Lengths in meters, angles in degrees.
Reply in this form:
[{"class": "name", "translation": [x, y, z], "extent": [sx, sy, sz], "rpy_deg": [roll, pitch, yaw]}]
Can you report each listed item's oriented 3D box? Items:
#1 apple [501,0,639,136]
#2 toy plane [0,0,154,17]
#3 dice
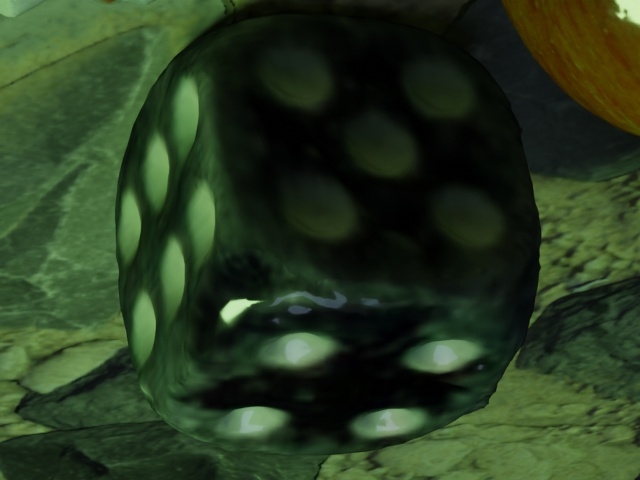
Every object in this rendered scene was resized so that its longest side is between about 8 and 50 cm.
[{"class": "apple", "translation": [0.163, -0.139, 0.845], "extent": [0.196, 0.196, 0.196], "rpy_deg": [-7, 150, -4]}, {"class": "toy plane", "translation": [-0.066, -0.161, 0.751], "extent": [0.245, 0.117, 0.244], "rpy_deg": [-34, 166, -9]}, {"class": "dice", "translation": [0.000, 0.000, 1.044], "extent": [0.183, 0.181, 0.182], "rpy_deg": [3, 146, -20]}]
